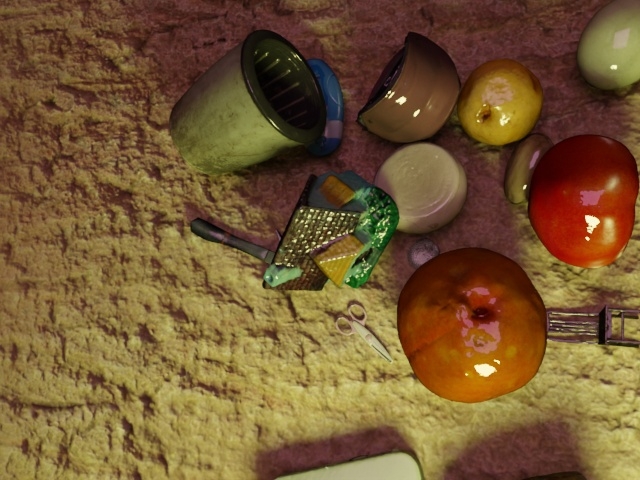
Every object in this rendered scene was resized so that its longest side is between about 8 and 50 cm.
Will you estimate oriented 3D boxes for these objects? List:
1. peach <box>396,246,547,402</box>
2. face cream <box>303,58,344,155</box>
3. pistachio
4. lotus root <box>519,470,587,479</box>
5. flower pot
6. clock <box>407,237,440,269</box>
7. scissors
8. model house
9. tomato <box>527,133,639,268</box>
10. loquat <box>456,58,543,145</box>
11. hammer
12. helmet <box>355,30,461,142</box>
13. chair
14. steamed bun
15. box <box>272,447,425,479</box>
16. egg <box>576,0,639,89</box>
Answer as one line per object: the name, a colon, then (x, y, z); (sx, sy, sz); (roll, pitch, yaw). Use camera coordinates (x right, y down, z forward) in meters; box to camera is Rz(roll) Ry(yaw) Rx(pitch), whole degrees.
peach: (0.327, 0.180, 1.491); (0.343, 0.301, 0.342); (-3, 77, 12)
face cream: (-0.009, -0.350, 1.815); (0.149, 0.083, 0.263); (-15, 73, 16)
pistachio: (0.506, -0.174, 1.650); (0.126, 0.108, 0.185); (20, 88, 40)
lotus root: (0.416, 0.623, 1.399); (0.346, 0.250, 0.250); (-22, 72, 10)
flower pot: (-0.200, -0.327, 1.721); (0.330, 0.294, 0.293); (-20, 70, 34)
clock: (0.255, 0.035, 1.698); (0.083, 0.010, 0.074); (-45, 72, -1)
scissors: (0.115, 0.236, 1.671); (0.085, 0.022, 0.176); (-43, 68, -4)
model house: (0.000, 0.000, 1.585); (0.230, 0.249, 0.280); (37, 126, 18)
tomato: (0.579, -0.090, 1.514); (0.227, 0.298, 0.298); (11, 78, 19)
loquat: (0.435, -0.333, 1.651); (0.208, 0.208, 0.207); (-3, 75, 12)
hammer: (-0.218, 0.001, 1.796); (0.290, 0.037, 0.137); (24, 82, 17)
helmet: (0.231, -0.358, 1.680); (0.197, 0.338, 0.270); (29, 99, -3)
chair: (0.612, 0.193, 1.532); (0.213, 0.101, 0.084); (3, 77, 12)
steamed bun: (0.246, -0.120, 1.668); (0.232, 0.145, 0.231); (-7, 70, 18)
box: (0.080, 0.683, 1.530); (0.368, 0.090, 0.372); (-14, 73, 8)
egg: (0.723, -0.476, 1.633); (0.187, 0.186, 0.253); (35, 90, 18)
